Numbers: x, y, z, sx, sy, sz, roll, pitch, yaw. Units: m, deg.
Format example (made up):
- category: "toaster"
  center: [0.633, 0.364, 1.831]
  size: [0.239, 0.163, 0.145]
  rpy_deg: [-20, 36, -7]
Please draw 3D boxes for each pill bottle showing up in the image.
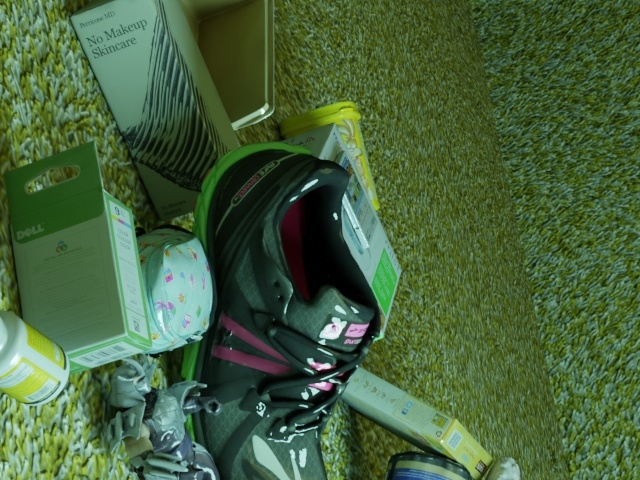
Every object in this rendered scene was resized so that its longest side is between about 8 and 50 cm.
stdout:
- category: "pill bottle"
  center: [0.129, 0.413, 2.306]
  size: [0.123, 0.122, 0.219]
  rpy_deg: [48, 51, -53]
- category: "pill bottle"
  center: [-0.282, 0.101, 1.506]
  size: [0.116, 0.065, 0.065]
  rpy_deg: [48, 29, -55]

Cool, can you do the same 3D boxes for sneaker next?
- category: "sneaker"
  center: [-0.039, 0.126, 1.896]
  size: [0.185, 0.202, 0.483]
  rpy_deg: [-4, 90, -50]

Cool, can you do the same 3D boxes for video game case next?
- category: "video game case"
  center: [0.048, -0.059, 2.381]
  size: [0.122, 0.011, 0.087]
  rpy_deg: [65, 20, -19]

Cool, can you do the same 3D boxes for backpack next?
- category: "backpack"
  center: [-0.182, 0.053, 1.791]
  size: [0.182, 0.115, 0.152]
  rpy_deg: [-18, 92, -71]

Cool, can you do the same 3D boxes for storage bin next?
- category: "storage bin"
  center: [-0.170, -0.311, 2.190]
  size: [0.262, 0.123, 0.260]
  rpy_deg: [56, 22, -43]

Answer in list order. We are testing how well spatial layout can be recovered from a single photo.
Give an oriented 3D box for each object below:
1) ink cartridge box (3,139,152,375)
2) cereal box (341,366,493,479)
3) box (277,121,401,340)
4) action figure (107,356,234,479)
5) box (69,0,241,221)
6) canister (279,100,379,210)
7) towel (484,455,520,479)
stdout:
- category: "ink cartridge box"
  center: [-0.240, 0.020, 1.647]
  size: [0.062, 0.109, 0.209]
  rpy_deg: [36, 38, -63]
- category: "cereal box"
  center: [0.119, 0.251, 2.388]
  size: [0.047, 0.240, 0.173]
  rpy_deg: [-56, 146, -10]
- category: "box"
  center: [0.000, 0.000, 2.408]
  size: [0.262, 0.126, 0.231]
  rpy_deg: [65, 20, -18]
- category: "action figure"
  center: [-0.142, 0.234, 1.763]
  size: [0.285, 0.099, 0.185]
  rpy_deg: [62, 24, -21]
- category: "box"
  center: [-0.189, -0.172, 2.009]
  size: [0.275, 0.113, 0.094]
  rpy_deg: [66, 19, -15]
- category: "canister"
  center: [0.015, -0.115, 2.572]
  size: [0.073, 0.126, 0.170]
  rpy_deg: [12, 63, -71]
- category: "towel"
  center: [0.212, 0.520, 2.341]
  size: [0.332, 0.053, 0.317]
  rpy_deg: [-71, 174, -55]
